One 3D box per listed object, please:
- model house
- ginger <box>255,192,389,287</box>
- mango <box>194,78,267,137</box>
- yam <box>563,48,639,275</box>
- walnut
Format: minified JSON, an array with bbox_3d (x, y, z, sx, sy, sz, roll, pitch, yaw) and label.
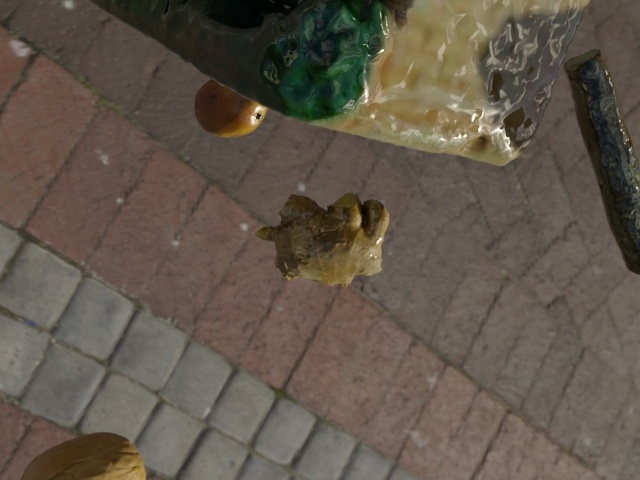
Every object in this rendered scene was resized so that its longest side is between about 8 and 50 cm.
[{"bbox_3d":[0.042,-0.293,0.843,0.334,0.382,0.343,8,111,-37],"label":"model house"},{"bbox_3d":[0.000,0.000,1.580,0.216,0.102,0.157,4,109,3],"label":"ginger"},{"bbox_3d":[-0.117,-0.171,1.242,0.060,0.114,0.080,-10,102,-54],"label":"mango"},{"bbox_3d":[0.349,-0.088,1.154,0.061,0.061,0.274,-30,106,-28],"label":"yam"},{"bbox_3d":[-0.359,0.375,1.467,0.197,0.165,0.165,-19,109,-21],"label":"walnut"}]
